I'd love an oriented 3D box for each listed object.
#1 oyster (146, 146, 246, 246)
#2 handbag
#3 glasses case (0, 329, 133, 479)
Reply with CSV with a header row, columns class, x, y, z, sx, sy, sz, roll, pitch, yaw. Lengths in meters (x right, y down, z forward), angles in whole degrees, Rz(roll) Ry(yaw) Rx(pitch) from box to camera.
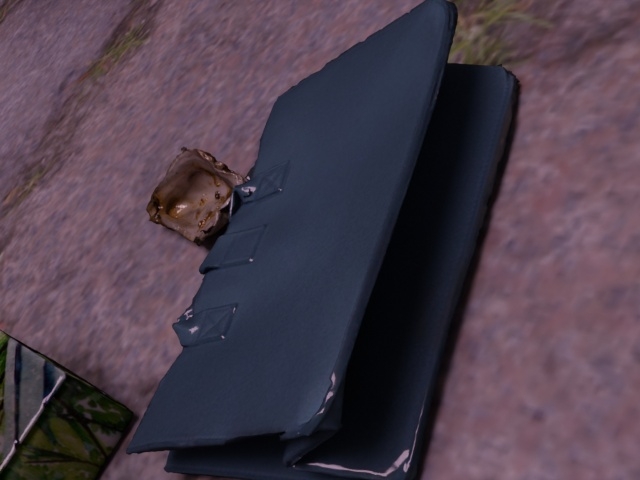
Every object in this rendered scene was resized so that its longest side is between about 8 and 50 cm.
class,x,y,z,sx,sy,sz,roll,pitch,yaw
oyster,-0.069,-0.025,0.521,0.093,0.034,0.051,23,94,51
handbag,0.000,0.000,0.415,0.144,0.057,0.221,-12,49,44
glasses case,-0.208,0.178,0.450,0.095,0.062,0.272,13,67,50
